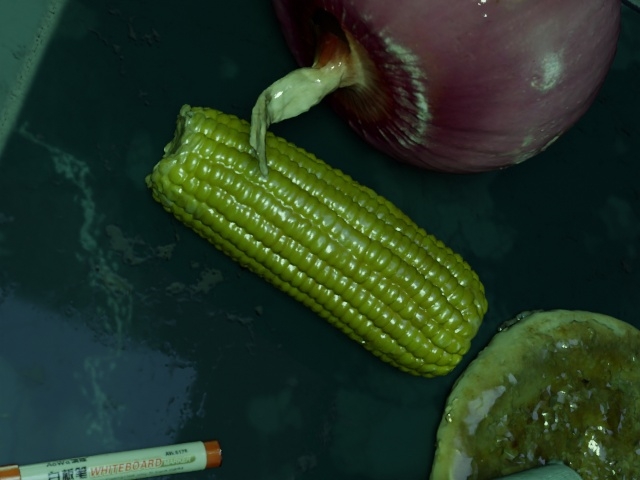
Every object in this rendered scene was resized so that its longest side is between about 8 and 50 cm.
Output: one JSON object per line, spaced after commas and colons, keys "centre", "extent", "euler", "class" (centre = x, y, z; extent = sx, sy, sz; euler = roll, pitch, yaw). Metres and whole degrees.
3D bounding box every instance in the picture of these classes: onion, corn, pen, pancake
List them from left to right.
{"centre": [-0.195, 0.192, 0.866], "extent": [0.239, 0.028, 0.028], "euler": [-2, 76, -28], "class": "pen"}
{"centre": [0.000, 0.000, 0.966], "extent": [0.344, 0.131, 0.131], "euler": [33, 63, -13], "class": "corn"}
{"centre": [0.075, -0.225, 0.945], "extent": [0.344, 0.358, 0.358], "euler": [-9, 78, -11], "class": "onion"}
{"centre": [0.274, 0.249, 1.057], "extent": [0.382, 0.071, 0.382], "euler": [7, 72, -23], "class": "pancake"}

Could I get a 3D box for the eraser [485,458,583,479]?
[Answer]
{"centre": [0.150, 0.287, 0.873], "extent": [0.227, 0.081, 0.174], "euler": [-2, 71, -42], "class": "eraser"}
